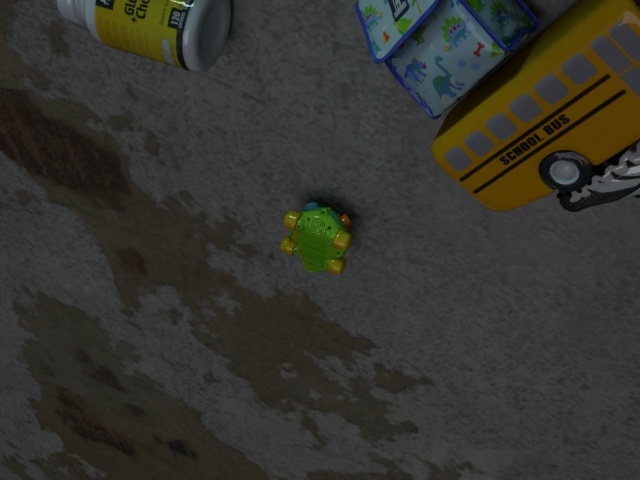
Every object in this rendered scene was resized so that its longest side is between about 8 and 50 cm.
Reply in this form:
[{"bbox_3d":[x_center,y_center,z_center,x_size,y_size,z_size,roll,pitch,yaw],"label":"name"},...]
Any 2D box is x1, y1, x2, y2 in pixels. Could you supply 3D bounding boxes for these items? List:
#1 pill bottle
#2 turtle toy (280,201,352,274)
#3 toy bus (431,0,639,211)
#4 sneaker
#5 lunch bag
[{"bbox_3d":[-0.204,-0.265,0.992,0.184,0.103,0.103,19,137,13],"label":"pill bottle"},{"bbox_3d":[0.000,0.000,1.160,0.095,0.066,0.130,23,139,11],"label":"turtle toy"},{"bbox_3d":[0.265,-0.152,0.825,0.130,0.108,0.333,41,138,-9],"label":"toy bus"},{"bbox_3d":[0.348,-0.075,0.873,0.106,0.078,0.234,42,136,-9],"label":"sneaker"},{"bbox_3d":[0.117,-0.221,0.862,0.151,0.096,0.129,50,140,0],"label":"lunch bag"}]
